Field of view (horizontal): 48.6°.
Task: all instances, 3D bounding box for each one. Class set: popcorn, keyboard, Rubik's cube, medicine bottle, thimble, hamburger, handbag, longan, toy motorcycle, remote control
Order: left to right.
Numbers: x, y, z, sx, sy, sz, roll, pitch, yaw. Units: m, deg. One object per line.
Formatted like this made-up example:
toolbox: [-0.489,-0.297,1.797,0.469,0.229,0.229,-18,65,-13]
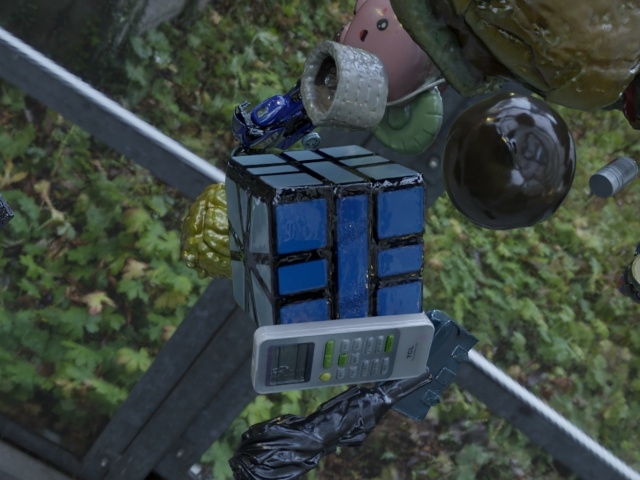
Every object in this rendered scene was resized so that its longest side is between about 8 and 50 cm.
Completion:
keyboard: [-0.597,-0.036,1.267,0.013,0.204,0.061,-33,96,-43]
popcorn: [-0.202,-0.014,1.608,0.225,0.249,0.249,21,38,-9]
toy motorcycle: [-0.077,-0.260,1.471,0.169,0.315,0.113,35,24,-58]
Rubik's cube: [0.000,0.000,1.255,0.283,0.289,0.293,-10,19,-23]
remote control: [0.031,0.154,0.971,0.250,0.103,0.034,-2,33,-15]
thimble: [0.034,-0.207,0.962,0.090,0.102,0.115,5,84,-34]
handbag: [0.235,0.274,1.540,0.179,0.229,0.062,34,1,-42]
longan: [0.398,-0.168,1.510,0.297,0.297,0.297,24,37,-20]
hamburger: [0.199,-0.248,0.569,0.265,0.285,0.134,41,-11,-33]
medicine bottle: [0.604,-0.131,1.462,0.091,0.058,0.058,-32,72,-27]

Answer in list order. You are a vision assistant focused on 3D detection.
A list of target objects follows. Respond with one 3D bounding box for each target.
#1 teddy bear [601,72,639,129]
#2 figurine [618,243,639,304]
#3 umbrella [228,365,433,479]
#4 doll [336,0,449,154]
teddy bear: [0.745,-0.369,1.430,0.224,0.368,0.357,-16,52,-28]
figurine: [0.852,0.093,1.819,0.161,0.158,0.275,62,2,26]
umbrella: [0.023,0.271,1.058,0.340,0.118,0.118,-25,65,-19]
doll: [0.155,-0.297,1.141,0.216,0.284,0.268,5,34,-42]
